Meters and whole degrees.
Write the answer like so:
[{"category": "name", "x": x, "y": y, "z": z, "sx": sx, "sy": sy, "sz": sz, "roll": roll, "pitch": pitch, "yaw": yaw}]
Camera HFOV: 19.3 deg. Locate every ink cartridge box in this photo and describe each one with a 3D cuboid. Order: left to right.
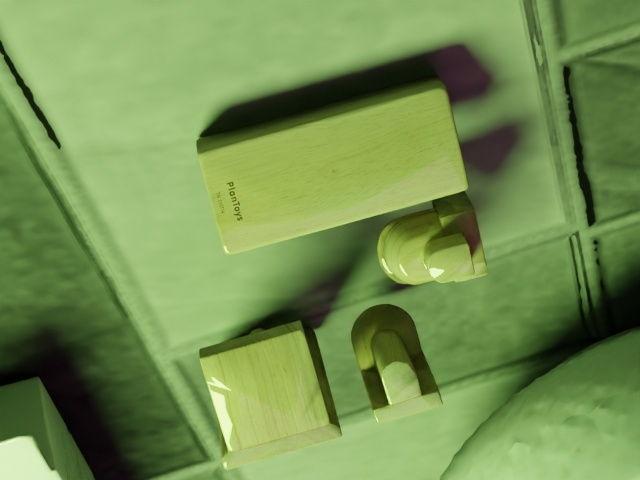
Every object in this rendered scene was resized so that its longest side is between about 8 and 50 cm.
[{"category": "ink cartridge box", "x": -0.178, "y": 0.133, "z": 0.987, "sx": 0.104, "sy": 0.060, "sz": 0.180, "roll": -15, "pitch": 144, "yaw": 0}]

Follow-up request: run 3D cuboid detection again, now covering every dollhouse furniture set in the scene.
[{"category": "dollhouse furniture set", "x": 0.000, "y": 0.000, "z": 0.907, "sx": 0.144, "sy": 0.123, "sz": 0.151, "roll": -15, "pitch": 109, "yaw": -1}]

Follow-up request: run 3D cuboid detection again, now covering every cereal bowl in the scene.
[{"category": "cereal bowl", "x": 0.209, "y": 0.145, "z": 1.080, "sx": 0.339, "sy": 0.141, "sz": 0.339, "roll": -10, "pitch": 144, "yaw": -7}]
